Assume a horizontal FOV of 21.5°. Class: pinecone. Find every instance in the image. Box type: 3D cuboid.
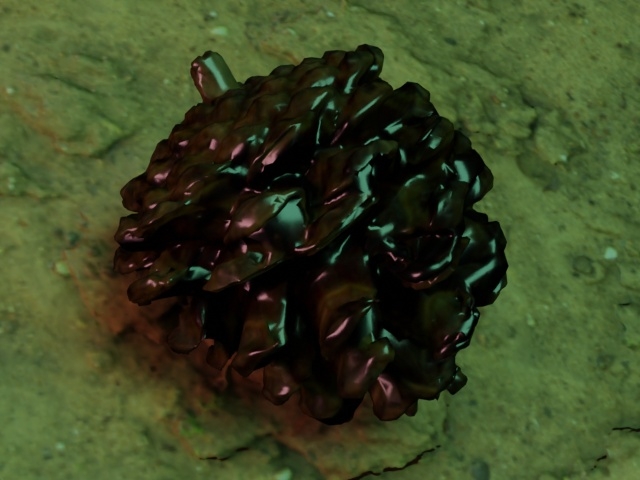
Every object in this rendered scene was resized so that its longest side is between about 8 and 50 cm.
[{"bbox_3d":[0.003,-0.007,1.051,0.257,0.243,0.243,32,45,2],"label":"pinecone"}]
